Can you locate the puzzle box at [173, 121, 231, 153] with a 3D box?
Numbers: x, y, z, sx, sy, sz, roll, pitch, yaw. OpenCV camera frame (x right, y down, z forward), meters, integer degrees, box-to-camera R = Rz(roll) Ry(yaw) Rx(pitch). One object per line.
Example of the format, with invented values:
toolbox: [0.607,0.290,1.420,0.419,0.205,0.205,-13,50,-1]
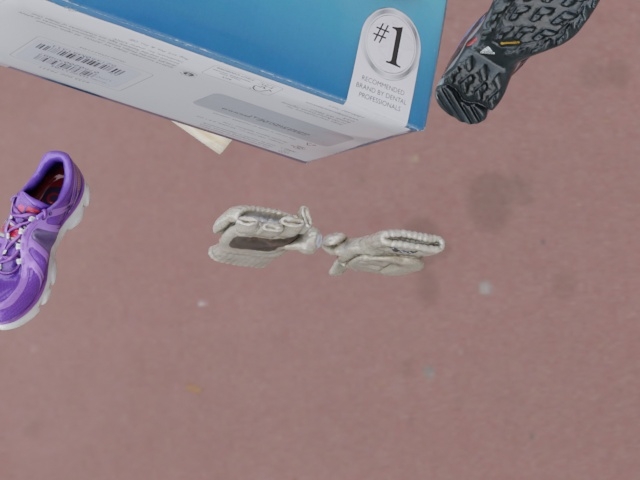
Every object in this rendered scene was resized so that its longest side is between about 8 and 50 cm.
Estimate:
puzzle box: [-0.221,-0.300,1.600,0.409,0.272,0.052,35,129,-11]

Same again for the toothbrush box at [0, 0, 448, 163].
toothbrush box: [-0.042,-0.212,0.701,0.126,0.216,0.295,-8,69,60]

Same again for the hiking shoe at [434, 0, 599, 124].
hiking shoe: [0.260,-0.295,1.905,0.304,0.113,0.132,-43,18,36]

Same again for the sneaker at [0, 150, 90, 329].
sneaker: [-0.255,-0.005,1.219,0.068,0.071,0.170,14,64,10]

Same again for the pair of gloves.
pair of gloves: [0.000,0.000,1.566,0.204,0.240,0.042,127,148,-75]
